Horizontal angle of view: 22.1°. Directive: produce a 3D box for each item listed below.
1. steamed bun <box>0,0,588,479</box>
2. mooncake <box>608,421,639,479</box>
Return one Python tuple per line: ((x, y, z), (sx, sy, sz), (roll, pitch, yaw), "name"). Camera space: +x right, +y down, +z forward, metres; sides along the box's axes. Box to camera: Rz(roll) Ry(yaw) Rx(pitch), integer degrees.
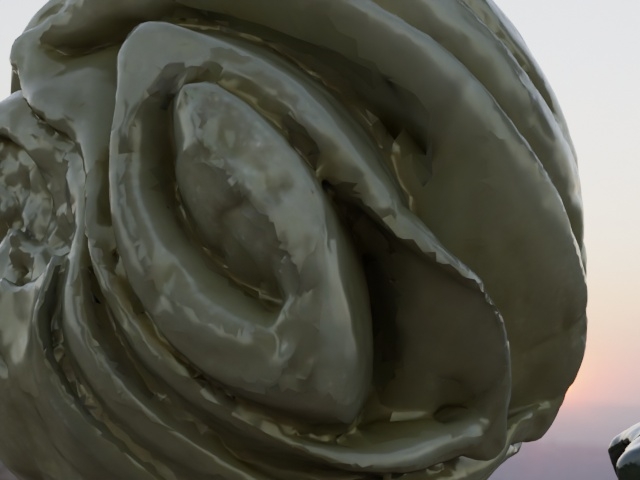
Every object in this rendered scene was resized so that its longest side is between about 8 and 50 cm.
((-0.002, -0.002, 0.678), (0.276, 0.289, 0.203), (43, -22, -20), "steamed bun")
((0.282, 0.177, 1.233), (0.168, 0.104, 0.175), (-15, -3, 40), "mooncake")
